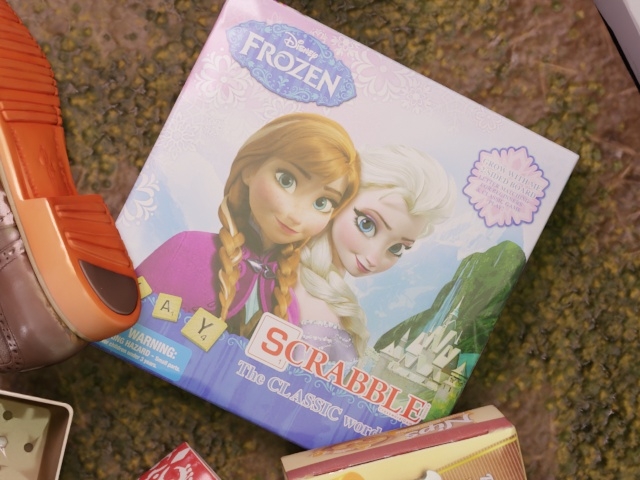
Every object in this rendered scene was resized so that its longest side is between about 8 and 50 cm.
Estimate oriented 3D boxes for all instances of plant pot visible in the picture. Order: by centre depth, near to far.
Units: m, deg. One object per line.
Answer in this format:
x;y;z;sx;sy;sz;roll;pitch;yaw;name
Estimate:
-0.260;0.168;1.432;0.109;0.096;0.109;12;92;-6;plant pot

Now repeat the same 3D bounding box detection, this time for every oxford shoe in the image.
-0.272;-0.070;1.398;0.133;0.130;0.363;-29;75;20;oxford shoe

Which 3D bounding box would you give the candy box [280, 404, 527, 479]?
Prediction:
0.092;0.308;1.417;0.183;0.087;0.316;-13;97;-5;candy box

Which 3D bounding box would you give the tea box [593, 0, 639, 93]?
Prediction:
0.356;-0.247;1.329;0.324;0.220;0.329;-30;122;7;tea box

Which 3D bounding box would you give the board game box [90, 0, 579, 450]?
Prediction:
0.000;0.000;1.464;0.319;0.066;0.318;26;90;-6;board game box

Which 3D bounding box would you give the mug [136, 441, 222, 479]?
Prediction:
-0.134;0.258;1.427;0.169;0.150;0.113;-42;119;-7;mug
